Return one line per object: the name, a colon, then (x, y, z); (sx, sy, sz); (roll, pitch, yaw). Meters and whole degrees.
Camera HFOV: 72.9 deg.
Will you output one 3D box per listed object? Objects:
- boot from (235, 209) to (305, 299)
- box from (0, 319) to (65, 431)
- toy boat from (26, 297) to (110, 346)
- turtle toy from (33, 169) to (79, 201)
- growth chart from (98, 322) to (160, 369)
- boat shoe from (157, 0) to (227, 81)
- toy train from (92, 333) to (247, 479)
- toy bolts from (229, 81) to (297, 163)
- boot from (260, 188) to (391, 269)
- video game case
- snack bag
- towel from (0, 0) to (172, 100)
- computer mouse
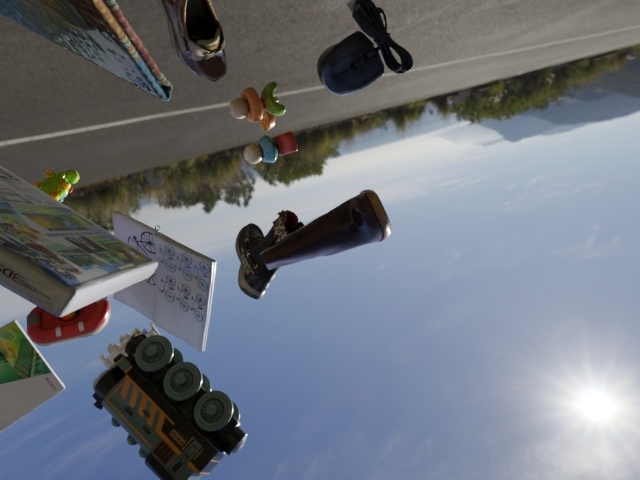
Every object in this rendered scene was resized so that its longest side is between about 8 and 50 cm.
boot: (-0.185, 0.001, 1.592); (0.284, 0.138, 0.377); (-45, -151, 24)
box: (-0.868, 0.385, 1.091); (0.322, 0.232, 0.059); (-36, -164, -33)
toy boat: (-0.772, 0.213, 1.326); (0.231, 0.151, 0.151); (-12, -136, -27)
turtle toy: (-0.814, -0.173, 1.354); (0.130, 0.095, 0.066); (-52, 166, -15)
growth chart: (-0.620, 0.384, 1.474); (0.021, 0.171, 0.237); (-19, -169, 31)
boat shoe: (-0.298, -0.503, 1.059); (0.123, 0.120, 0.324); (-42, 162, -8)
toy train: (-0.312, 0.343, 0.888); (0.190, 0.334, 0.142); (-46, 163, -24)
toy bolts: (-0.199, -0.350, 1.367); (0.159, 0.228, 0.218); (-23, -172, -22)
boot: (0.000, 0.000, 0.747); (0.207, 0.090, 0.248); (-24, 178, -9)
video game case: (-0.384, -0.023, 0.555); (0.036, 0.300, 0.329); (-57, -173, -3)
snack bag: (-0.429, 0.108, 1.143); (0.343, 0.322, 0.037); (26, -146, 16)
towel: (-0.387, -0.340, 0.562); (0.370, 0.040, 0.271); (29, 168, 12)
computer mouse: (0.067, -0.414, 1.007); (0.072, 0.188, 0.272); (-51, -161, -23)
